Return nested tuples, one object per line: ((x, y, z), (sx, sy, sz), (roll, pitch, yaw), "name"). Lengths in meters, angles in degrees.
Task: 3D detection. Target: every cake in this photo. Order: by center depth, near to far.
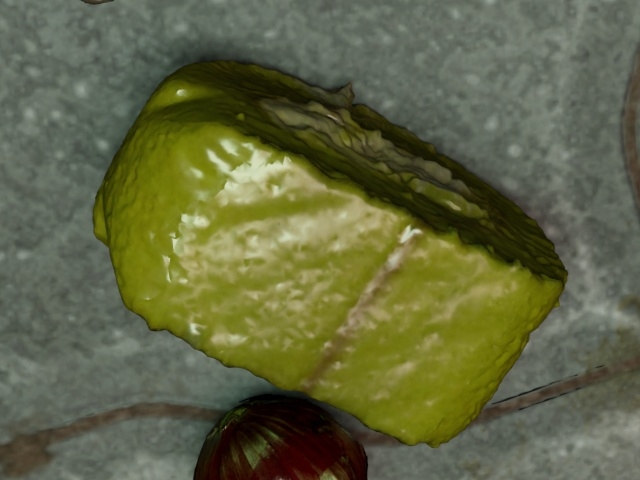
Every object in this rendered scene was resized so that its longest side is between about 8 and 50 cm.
((0.000, 0.000, 0.963), (0.261, 0.179, 0.156), (28, 105, -14), "cake")

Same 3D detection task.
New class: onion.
((-0.028, 0.156, 1.050), (0.119, 0.117, 0.118), (7, 70, -20), "onion")

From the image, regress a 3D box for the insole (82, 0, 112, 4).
((-0.091, -0.252, 0.943), (0.086, 0.005, 0.253), (24, 106, -16), "insole")
